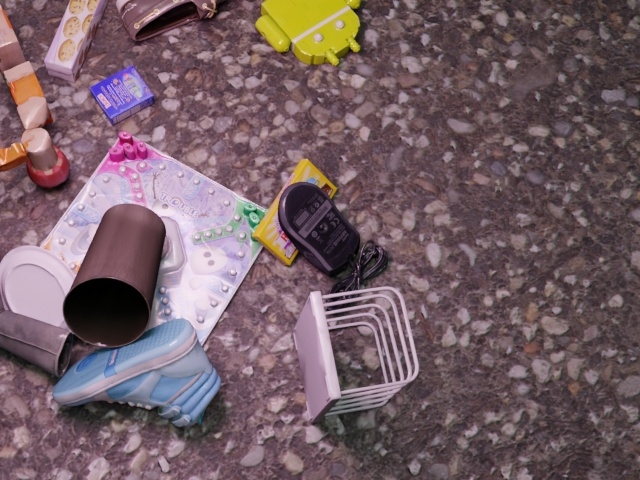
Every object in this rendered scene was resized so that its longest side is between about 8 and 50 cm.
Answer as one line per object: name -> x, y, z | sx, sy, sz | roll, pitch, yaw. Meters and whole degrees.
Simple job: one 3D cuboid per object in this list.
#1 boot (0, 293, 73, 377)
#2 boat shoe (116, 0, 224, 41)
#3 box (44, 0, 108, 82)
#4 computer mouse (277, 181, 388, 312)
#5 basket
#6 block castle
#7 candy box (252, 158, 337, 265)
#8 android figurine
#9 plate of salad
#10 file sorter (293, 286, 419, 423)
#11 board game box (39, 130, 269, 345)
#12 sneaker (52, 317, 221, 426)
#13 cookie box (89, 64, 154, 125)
boot -> -0.568, 0.150, 1.673 | 0.209, 0.189, 0.076 | 21, 32, 18
boat shoe -> -0.288, -0.537, 1.981 | 0.325, 0.116, 0.096 | -20, 78, -8
box -> -0.525, -0.507, 1.969 | 0.067, 0.063, 0.323 | 17, 70, -1
computer mouse -> 0.000, 0.000, 1.819 | 0.188, 0.072, 0.272 | -44, 107, -22
basket -> -0.374, 0.053, 1.657 | 0.154, 0.204, 0.226 | 20, 43, -13
block castle -> -0.723, -0.280, 1.785 | 0.303, 0.213, 0.453 | -25, 77, -14
candy box -> -0.052, -0.060, 1.852 | 0.105, 0.027, 0.205 | 42, 67, -28
android figurine -> -0.021, -0.513, 2.032 | 0.248, 0.056, 0.272 | -33, 75, -16
plate of salad -> -0.537, 0.101, 1.712 | 0.200, 0.199, 0.048 | 34, 27, 6
file sorter -> 0.062, 0.214, 1.663 | 0.173, 0.277, 0.192 | -8, 72, -11
board game box -> -0.345, 0.011, 1.811 | 0.390, 0.050, 0.390 | 29, 70, 5
sneaker -> -0.335, 0.293, 1.677 | 0.319, 0.127, 0.208 | -22, 117, 18
cookie box -> -0.431, -0.316, 1.923 | 0.107, 0.040, 0.091 | -32, 77, -16
